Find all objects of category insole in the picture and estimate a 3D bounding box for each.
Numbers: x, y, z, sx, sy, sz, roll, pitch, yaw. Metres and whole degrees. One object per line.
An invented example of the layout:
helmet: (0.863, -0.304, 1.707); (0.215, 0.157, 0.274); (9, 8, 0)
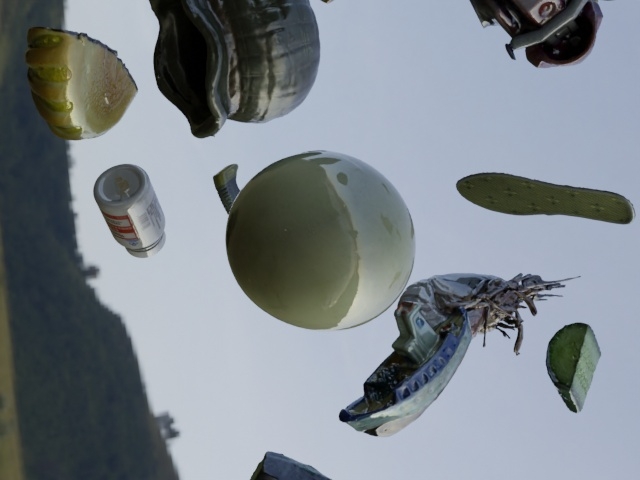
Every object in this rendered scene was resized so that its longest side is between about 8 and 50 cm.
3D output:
insole: (0.366, -0.068, 1.947); (0.322, 0.007, 0.109); (11, -34, 34)

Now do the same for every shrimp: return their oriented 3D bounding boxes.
shrimp: (0.284, 0.109, 1.945); (0.145, 0.343, 0.116); (50, -40, 48)

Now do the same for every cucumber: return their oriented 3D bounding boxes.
cucumber: (0.405, 0.205, 1.905); (0.062, 0.116, 0.115); (11, -25, 34)
cucumber: (-0.015, 0.380, 1.641); (0.115, 0.193, 0.086); (-57, 179, -9)

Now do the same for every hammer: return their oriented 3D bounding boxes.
hammer: (-0.148, -0.042, 2.378); (0.041, 0.158, 0.227); (-14, -71, 50)

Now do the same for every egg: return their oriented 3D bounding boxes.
egg: (0.000, 0.000, 1.415); (0.269, 0.219, 0.219); (20, -64, 49)

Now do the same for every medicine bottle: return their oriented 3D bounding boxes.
medicine bottle: (-0.261, -0.038, 1.638); (0.140, 0.079, 0.079); (79, -9, -57)

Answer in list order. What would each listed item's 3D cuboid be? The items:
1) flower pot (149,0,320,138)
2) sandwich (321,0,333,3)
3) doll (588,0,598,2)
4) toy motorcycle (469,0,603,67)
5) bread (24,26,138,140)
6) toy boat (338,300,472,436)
flower pot: (-0.148, -0.328, 1.911); (0.302, 0.213, 0.302); (45, -36, 45)
sandwich: (0.022, -0.438, 1.626); (0.117, 0.187, 0.144); (32, -36, 12)
doll: (0.397, -0.374, 1.768); (0.051, 0.093, 0.062); (113, -19, -57)
toy motorcycle: (0.145, -0.203, 0.892); (0.082, 0.213, 0.122); (-40, -135, 11)
bread: (-0.233, -0.142, 1.120); (0.157, 0.083, 0.094); (6, 89, -76)
toy boat: (0.124, 0.182, 1.753); (0.115, 0.262, 0.114); (46, -19, -19)
